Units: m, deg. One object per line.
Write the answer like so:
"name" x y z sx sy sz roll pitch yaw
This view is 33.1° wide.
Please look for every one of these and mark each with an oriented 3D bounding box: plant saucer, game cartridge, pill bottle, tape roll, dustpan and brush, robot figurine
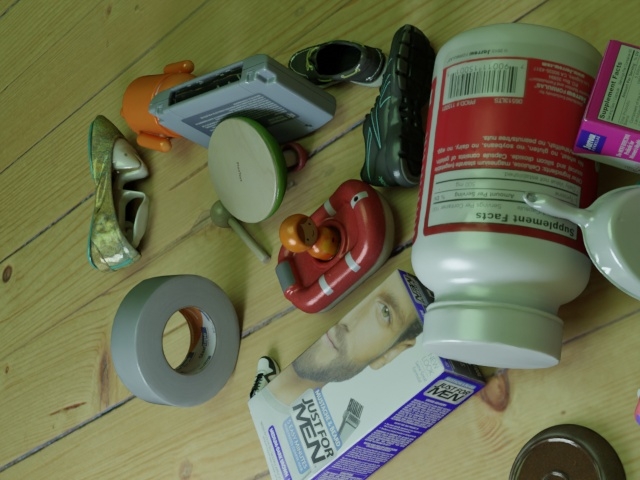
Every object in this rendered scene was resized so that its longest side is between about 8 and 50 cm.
"plant saucer" 0.297 0.310 1.333 0.168 0.029 0.168 -19 62 40
"game cartridge" -0.128 -0.225 1.845 0.297 0.198 0.062 -12 67 41
"pill bottle" 0.239 -0.051 1.386 0.229 0.229 0.407 -5 71 44
"tape roll" -0.239 0.165 1.785 0.072 0.219 0.219 -3 72 44
"dustpan and brush" 0.339 -0.018 1.255 0.060 0.211 0.147 151 140 -72
"robot figurine" -0.296 -0.259 2.081 0.219 0.128 0.158 4 37 46

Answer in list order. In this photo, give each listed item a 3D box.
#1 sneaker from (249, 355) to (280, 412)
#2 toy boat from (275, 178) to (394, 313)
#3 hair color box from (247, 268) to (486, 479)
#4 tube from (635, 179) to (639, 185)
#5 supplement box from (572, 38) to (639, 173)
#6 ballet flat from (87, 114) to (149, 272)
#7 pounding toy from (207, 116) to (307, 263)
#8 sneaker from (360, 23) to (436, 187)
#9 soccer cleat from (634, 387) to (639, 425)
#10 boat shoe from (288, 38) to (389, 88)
"sneaker" -0.093 0.237 1.740 0.040 0.044 0.109 -25 56 39
"toy boat" 0.000 0.000 1.662 0.231 0.151 0.151 -43 49 25
"hair color box" 0.056 0.221 1.552 0.339 0.110 0.185 -43 48 23
"tube" 0.439 -0.005 1.306 0.080 0.052 0.207 -45 42 8
"supplement box" 0.417 -0.135 1.241 0.220 0.111 0.114 19 76 12
"ballet flat" -0.396 -0.101 2.142 0.123 0.123 0.348 -25 57 36
"pounding toy" -0.099 -0.108 1.862 0.183 0.110 0.236 35 129 35
"sneaker" 0.112 -0.209 1.673 0.106 0.101 0.267 -8 68 45
"soccer cleat" 0.459 0.143 1.203 0.248 0.083 0.095 -46 52 18
"boat shoe" 0.019 -0.305 1.825 0.228 0.069 0.081 10 81 46
